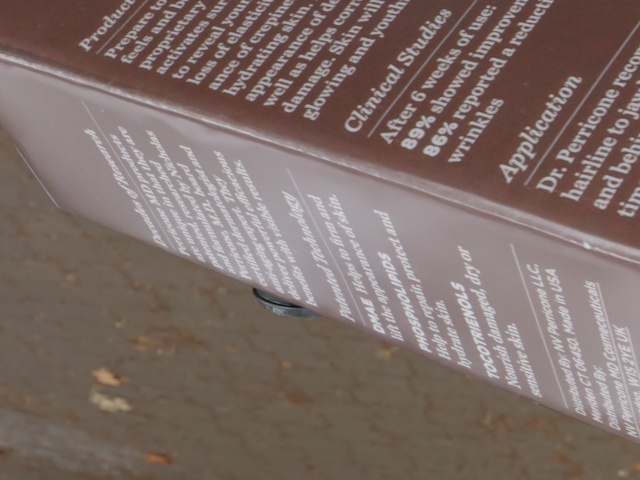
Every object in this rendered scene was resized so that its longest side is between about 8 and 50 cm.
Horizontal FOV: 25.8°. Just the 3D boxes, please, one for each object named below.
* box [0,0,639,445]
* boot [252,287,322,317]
[{"bbox_3d":[0.041,-0.067,0.594,0.381,0.191,0.143,22,152,34],"label":"box"},{"bbox_3d":[-0.001,0.000,0.830,0.121,0.045,0.099,5,137,32],"label":"boot"}]
